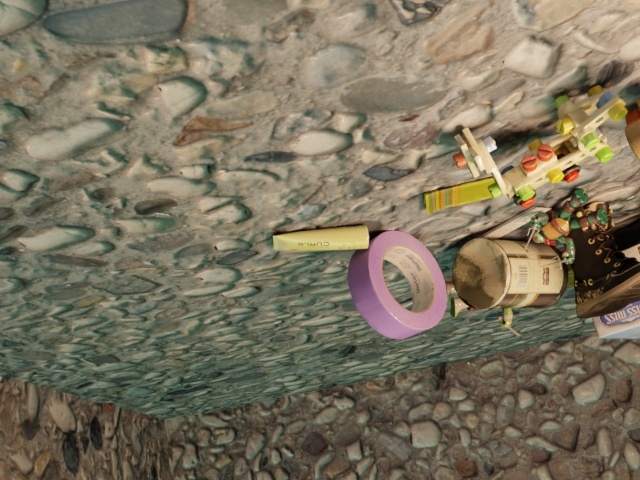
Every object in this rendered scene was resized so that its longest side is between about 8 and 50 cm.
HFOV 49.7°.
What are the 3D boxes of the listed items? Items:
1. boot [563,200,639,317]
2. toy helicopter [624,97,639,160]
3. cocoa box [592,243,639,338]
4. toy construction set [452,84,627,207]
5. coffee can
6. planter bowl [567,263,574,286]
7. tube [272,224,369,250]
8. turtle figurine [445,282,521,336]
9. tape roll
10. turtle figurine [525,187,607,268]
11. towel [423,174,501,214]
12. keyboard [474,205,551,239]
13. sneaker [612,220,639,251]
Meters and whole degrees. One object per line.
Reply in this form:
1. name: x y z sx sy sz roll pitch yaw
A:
1. boot: 0.770 0.030 1.839 0.138 0.284 0.377 -5 158 -10
2. toy helicopter: 0.652 -0.169 1.291 0.140 0.235 0.355 -30 168 40
3. cocoa box: 0.983 0.138 2.013 0.231 0.228 0.347 7 154 -36
4. toy construction set: 0.434 -0.178 1.373 0.327 0.151 0.215 -16 157 15
5. coffee can: 0.548 0.097 1.996 0.275 0.202 0.201 3 154 -36
6. planter bowl: 0.846 0.070 2.223 0.217 0.091 0.217 -9 157 -4
7. tube: 0.000 0.000 1.744 0.240 0.062 0.070 -3 117 -4
8. turtle figurine: 0.555 0.219 2.323 0.266 0.198 0.275 -3 153 -6
9. tape roll: 0.204 0.115 1.816 0.274 0.275 0.090 7 152 -36
10. turtle figurine: 0.632 -0.033 1.841 0.175 0.118 0.234 31 134 -16
11. towel: 0.368 -0.115 1.669 0.237 0.021 0.102 -13 158 7
12. keyboard: 0.525 -0.035 1.935 0.072 0.014 0.256 7 153 -35
13. sneaker: 0.984 -0.011 2.093 0.130 0.087 0.227 11 145 -28
